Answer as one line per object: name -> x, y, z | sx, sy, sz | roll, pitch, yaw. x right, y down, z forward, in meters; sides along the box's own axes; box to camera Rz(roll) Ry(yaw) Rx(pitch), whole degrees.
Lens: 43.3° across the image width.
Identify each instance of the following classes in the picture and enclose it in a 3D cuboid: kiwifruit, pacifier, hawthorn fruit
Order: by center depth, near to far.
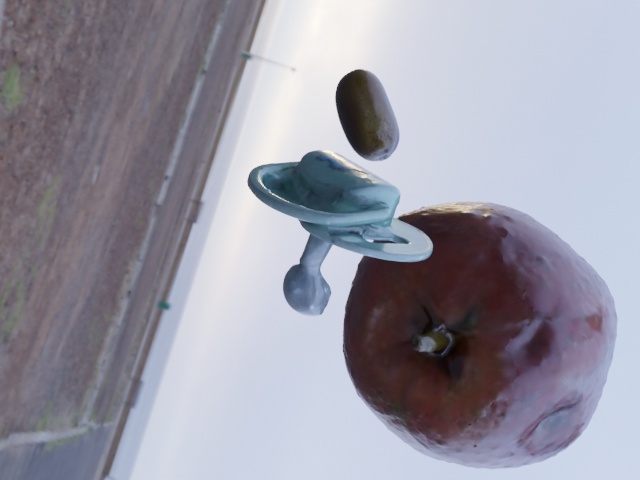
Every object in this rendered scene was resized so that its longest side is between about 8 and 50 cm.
pacifier -> 0.000, 0.000, 0.568 | 0.150, 0.127, 0.116 | 34, -70, 37
hawthorn fruit -> 0.147, 0.091, 0.791 | 0.300, 0.275, 0.275 | 10, 100, -62
kiwifruit -> 0.059, -0.161, 1.037 | 0.075, 0.075, 0.124 | 133, -57, -74
